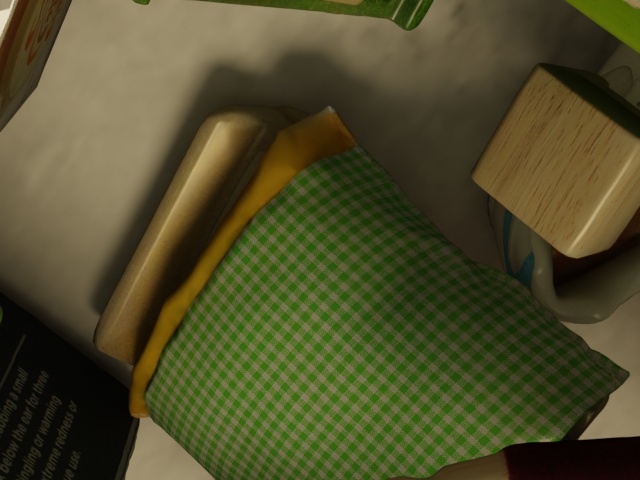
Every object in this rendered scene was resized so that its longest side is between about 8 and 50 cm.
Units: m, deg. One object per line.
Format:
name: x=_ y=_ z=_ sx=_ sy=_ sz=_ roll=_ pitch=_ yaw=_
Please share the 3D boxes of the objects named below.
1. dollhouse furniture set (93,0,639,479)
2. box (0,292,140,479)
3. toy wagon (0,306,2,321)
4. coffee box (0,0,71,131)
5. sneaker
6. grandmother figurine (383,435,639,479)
dollhouse furniture set: x=0.000 y=0.000 z=0.507 sx=0.197 sy=0.151 sz=0.301 roll=43 pitch=117 yaw=28
box: x=-0.323 y=0.092 z=0.569 sx=0.395 sy=0.212 sz=0.293 roll=39 pitch=110 yaw=-14
toy wagon: x=-0.268 y=0.005 z=0.383 sx=0.344 sy=0.068 sz=0.267 roll=-42 pitch=102 yaw=-13
coffee box: x=-0.114 y=-0.158 z=0.492 sx=0.098 sy=0.141 sz=0.246 roll=24 pitch=111 yaw=-8
sneaker: x=0.155 y=-0.061 z=0.553 sx=0.087 sy=0.092 sz=0.228 roll=32 pitch=110 yaw=-10
grandmother figurine: x=0.102 y=0.143 z=0.496 sx=0.342 sy=0.104 sz=0.208 roll=-38 pitch=129 yaw=13
